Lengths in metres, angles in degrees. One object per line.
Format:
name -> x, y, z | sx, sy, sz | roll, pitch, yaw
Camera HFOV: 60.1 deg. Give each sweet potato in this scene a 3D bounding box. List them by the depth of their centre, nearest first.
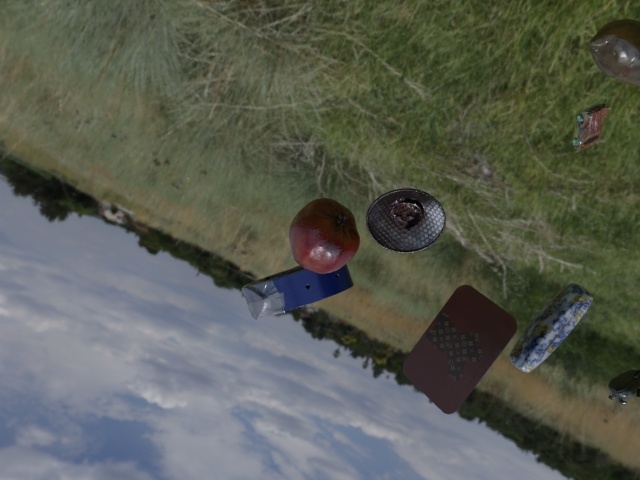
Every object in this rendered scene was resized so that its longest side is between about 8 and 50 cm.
sweet potato -> 0.769, -0.399, 1.274 | 0.423, 0.130, 0.130 | 14, 179, -30

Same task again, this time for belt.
belt -> -0.073, 0.146, 1.749 | 0.347, 0.117, 0.212 | -18, -176, 15

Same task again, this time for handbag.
handbag -> 0.778, 0.361, 1.391 | 0.047, 0.111, 0.072 | 63, 165, -19

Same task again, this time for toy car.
toy car -> 0.567, -0.234, 1.163 | 0.122, 0.059, 0.035 | 71, 177, -49

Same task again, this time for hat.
hat -> 0.209, -0.067, 1.365 | 0.193, 0.193, 0.082 | 25, -143, -13

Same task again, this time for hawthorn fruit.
hawthorn fruit -> 0.000, 0.000, 1.391 | 0.179, 0.179, 0.200 | 25, 137, -13

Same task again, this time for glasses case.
glasses case -> 0.553, 0.210, 1.335 | 0.065, 0.248, 0.087 | 33, -170, -10

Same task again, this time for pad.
pad -> 0.312, 0.245, 1.266 | 0.004, 0.267, 0.181 | 26, -169, -47
